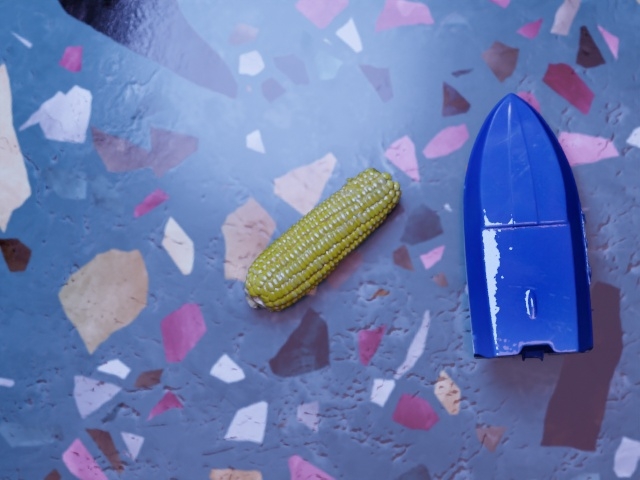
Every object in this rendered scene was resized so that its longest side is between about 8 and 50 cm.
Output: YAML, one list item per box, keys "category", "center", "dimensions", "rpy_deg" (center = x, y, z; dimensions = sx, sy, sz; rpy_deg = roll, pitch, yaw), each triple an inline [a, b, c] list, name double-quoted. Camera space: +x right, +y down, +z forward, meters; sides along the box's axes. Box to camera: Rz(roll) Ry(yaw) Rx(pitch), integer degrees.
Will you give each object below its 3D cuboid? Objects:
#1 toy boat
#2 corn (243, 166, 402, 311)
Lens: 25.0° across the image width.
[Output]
- category: "toy boat"
  center: [0.216, -0.017, 1.538]
  dimensions: [0.129, 0.088, 0.295]
  rpy_deg: [-4, 75, 3]
- category: "corn"
  center: [0.000, 0.000, 1.549]
  dimensions: [0.206, 0.067, 0.067]
  rpy_deg: [-42, 85, 0]
